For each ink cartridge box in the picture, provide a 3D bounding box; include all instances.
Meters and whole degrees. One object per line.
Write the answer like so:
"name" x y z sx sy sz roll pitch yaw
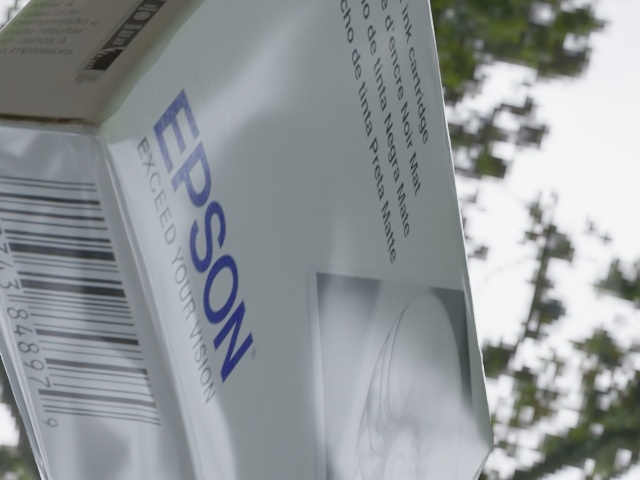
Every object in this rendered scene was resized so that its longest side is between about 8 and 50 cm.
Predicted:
"ink cartridge box" 0.000 0.000 0.496 0.045 0.223 0.224 6 -141 22
